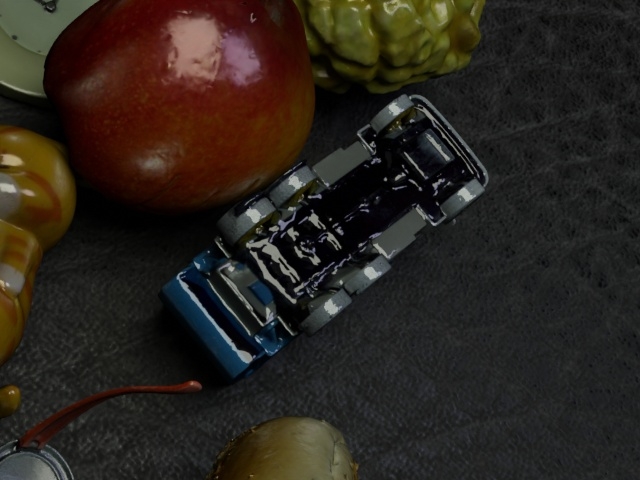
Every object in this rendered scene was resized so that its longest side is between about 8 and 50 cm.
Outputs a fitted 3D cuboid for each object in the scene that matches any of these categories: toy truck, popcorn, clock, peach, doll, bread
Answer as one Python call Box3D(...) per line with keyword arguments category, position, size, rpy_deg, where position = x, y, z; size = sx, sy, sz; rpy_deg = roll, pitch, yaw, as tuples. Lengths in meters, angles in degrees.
Box3D(category="toy truck", position=(0.000, 0.000, 1.460), size=(0.367, 0.175, 0.146), rpy_deg=(-36, 86, -32))
Box3D(category="popcorn", position=(0.054, -0.277, 1.579), size=(0.258, 0.224, 0.270), rpy_deg=(-13, 29, 1))
Box3D(category="clock", position=(-0.288, -0.246, 1.537), size=(0.235, 0.029, 0.235), rpy_deg=(9, 63, -18))
Box3D(category="peach", position=(-0.136, -0.159, 1.405), size=(0.248, 0.245, 0.275), rpy_deg=(42, 33, 21))
Box3D(category="doll", position=(-0.320, 0.006, 1.325), size=(0.167, 0.162, 0.269), rpy_deg=(13, 65, 10))
Box3D(category="bread", position=(-0.034, 0.300, 1.253), size=(0.159, 0.305, 0.305), rpy_deg=(-8, 67, 4))

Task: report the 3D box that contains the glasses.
Box3D(category="glasses", position=(-0.203, 0.235, 1.209), size=(0.118, 0.268, 0.234), rpy_deg=(15, 53, -33))

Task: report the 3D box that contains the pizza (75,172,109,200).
Box3D(category="pizza", position=(-0.209, -0.074, 1.488), size=(0.099, 0.029, 0.100), rpy_deg=(43, 57, -2))
